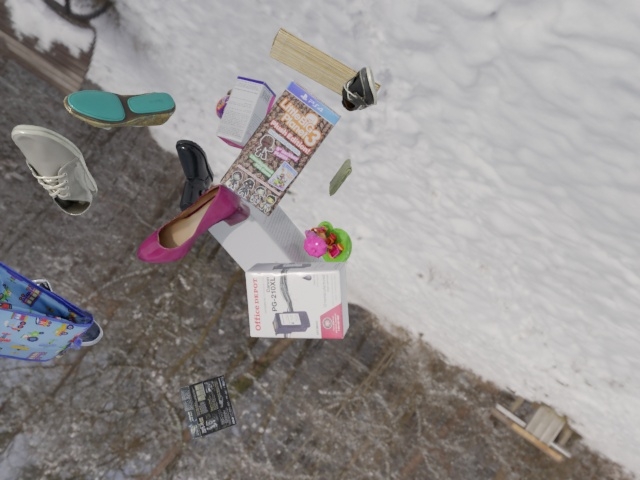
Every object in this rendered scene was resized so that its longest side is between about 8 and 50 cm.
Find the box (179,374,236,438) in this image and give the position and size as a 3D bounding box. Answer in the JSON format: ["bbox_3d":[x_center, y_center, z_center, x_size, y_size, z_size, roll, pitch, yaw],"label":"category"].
[{"bbox_3d":[-0.394,0.582,2.088,0.147,0.180,0.077,-9,168,-41],"label":"box"}]

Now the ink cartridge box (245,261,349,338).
[{"bbox_3d":[-0.056,0.146,1.470,0.237,0.172,0.100,-1,-170,12],"label":"ink cartridge box"}]

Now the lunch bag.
[{"bbox_3d":[-0.727,0.211,1.473,0.293,0.221,0.138,32,-145,-33],"label":"lunch bag"}]

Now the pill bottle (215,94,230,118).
[{"bbox_3d":[-0.336,-0.509,2.401,0.193,0.108,0.108,38,-176,43],"label":"pill bottle"}]

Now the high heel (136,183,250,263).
[{"bbox_3d":[-0.397,-0.055,1.705,0.127,0.377,0.181,65,-172,26],"label":"high heel"}]

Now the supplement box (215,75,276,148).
[{"bbox_3d":[-0.252,-0.427,2.026,0.113,0.220,0.111,17,174,20],"label":"supplement box"}]

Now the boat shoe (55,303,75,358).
[{"bbox_3d":[-0.915,0.309,2.120,0.095,0.095,0.257,51,-174,-34],"label":"boat shoe"}]

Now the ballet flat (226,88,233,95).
[{"bbox_3d":[-0.367,-0.537,2.590,0.084,0.058,0.250,-88,-8,-53],"label":"ballet flat"}]

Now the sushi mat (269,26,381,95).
[{"bbox_3d":[0.007,-0.475,1.659,0.316,0.019,0.151,27,166,-8],"label":"sushi mat"}]

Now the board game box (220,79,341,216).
[{"bbox_3d":[-0.103,-0.229,1.471,0.141,0.291,0.232,35,-175,-11],"label":"board game box"}]

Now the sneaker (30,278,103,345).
[{"bbox_3d":[-0.813,0.221,1.854,0.282,0.099,0.153,28,147,13],"label":"sneaker"}]

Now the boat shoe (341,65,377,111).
[{"bbox_3d":[0.092,-0.355,1.426,0.233,0.079,0.084,-131,29,-88],"label":"boat shoe"}]

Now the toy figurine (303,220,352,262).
[{"bbox_3d":[0.000,0.000,1.996,0.159,0.130,0.173,7,-136,-56],"label":"toy figurine"}]

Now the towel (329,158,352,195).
[{"bbox_3d":[0.078,-0.249,2.359,0.027,0.148,0.110,29,-155,-15],"label":"towel"}]

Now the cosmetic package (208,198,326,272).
[{"bbox_3d":[-0.163,0.031,2.021,0.453,0.161,0.230,51,-159,-18],"label":"cosmetic package"}]

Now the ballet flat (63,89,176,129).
[{"bbox_3d":[-0.618,-0.394,1.839,0.348,0.123,0.123,-14,-145,-39],"label":"ballet flat"}]

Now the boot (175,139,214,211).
[{"bbox_3d":[-0.461,-0.212,2.140,0.094,0.207,0.247,-3,147,12],"label":"boot"}]

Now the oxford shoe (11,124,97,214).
[{"bbox_3d":[-0.841,-0.214,1.909,0.168,0.130,0.449,4,155,3],"label":"oxford shoe"}]
